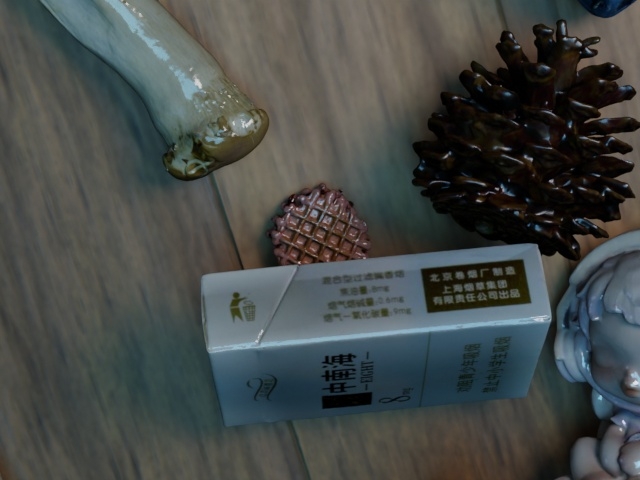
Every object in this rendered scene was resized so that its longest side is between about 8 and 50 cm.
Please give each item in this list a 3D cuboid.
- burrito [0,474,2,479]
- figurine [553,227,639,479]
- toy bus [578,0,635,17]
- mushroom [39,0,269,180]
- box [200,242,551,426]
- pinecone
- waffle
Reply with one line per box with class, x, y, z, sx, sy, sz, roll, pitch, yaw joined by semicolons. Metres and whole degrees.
burrito;-0.258;0.237;1.076;0.041;0.055;0.149;-22;102;-29
figurine;0.246;0.097;1.021;0.163;0.141;0.236;14;101;36
toy bus;0.166;-0.276;0.942;0.113;0.134;0.246;-41;99;6
mushroom;-0.131;-0.135;0.995;0.209;0.071;0.084;48;128;-8
box;0.038;0.073;0.999;0.243;0.155;0.067;-5;61;-3
pinecone;0.158;-0.078;0.981;0.163;0.163;0.165;23;86;-7
waffle;0.000;0.000;1.047;0.075;0.029;0.083;-27;104;4
